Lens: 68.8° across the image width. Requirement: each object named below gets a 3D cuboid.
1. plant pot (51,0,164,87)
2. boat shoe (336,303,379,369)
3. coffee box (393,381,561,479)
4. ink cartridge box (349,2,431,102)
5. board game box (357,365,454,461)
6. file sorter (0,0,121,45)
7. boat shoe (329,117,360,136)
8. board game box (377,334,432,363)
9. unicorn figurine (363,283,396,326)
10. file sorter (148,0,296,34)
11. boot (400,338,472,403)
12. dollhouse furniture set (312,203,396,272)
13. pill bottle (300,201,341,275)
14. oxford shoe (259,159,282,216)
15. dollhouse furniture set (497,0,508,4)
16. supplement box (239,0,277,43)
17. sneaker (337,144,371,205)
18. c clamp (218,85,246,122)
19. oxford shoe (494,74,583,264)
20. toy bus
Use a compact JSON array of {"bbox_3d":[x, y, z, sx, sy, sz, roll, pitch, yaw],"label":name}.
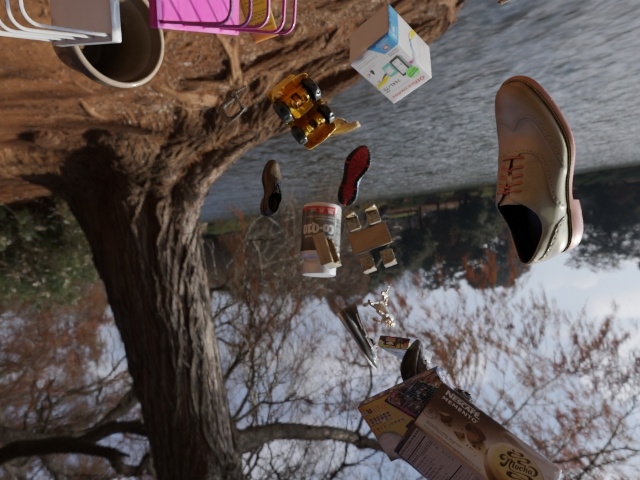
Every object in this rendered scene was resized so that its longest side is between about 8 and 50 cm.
[{"bbox_3d":[-0.590,-0.534,1.245,0.229,0.263,0.263,8,-167,39],"label":"plant pot"},{"bbox_3d":[0.192,0.425,2.048,0.095,0.335,0.112,-34,-161,-4],"label":"boat shoe"},{"bbox_3d":[0.334,0.473,1.004,0.297,0.119,0.168,35,-145,22],"label":"coffee box"},{"bbox_3d":[0.278,-0.731,1.848,0.270,0.197,0.198,29,140,-34],"label":"ink cartridge box"},{"bbox_3d":[0.237,0.441,1.184,0.243,0.165,0.042,-34,177,24],"label":"board game box"},{"bbox_3d":[-0.530,-0.483,0.883,0.277,0.193,0.173,17,-159,38],"label":"file sorter"},{"bbox_3d":[0.060,-0.401,1.639,0.170,0.059,0.063,-7,-170,34],"label":"boat shoe"},{"bbox_3d":[0.327,0.421,1.810,0.141,0.048,0.170,-2,150,45],"label":"board game box"},{"bbox_3d":[0.197,0.218,1.517,0.111,0.162,0.060,12,139,-39],"label":"unicorn figurine"},{"bbox_3d":[-0.182,-0.530,0.950,0.182,0.202,0.290,12,-156,19],"label":"file sorter"},{"bbox_3d":[0.370,0.460,1.467,0.229,0.263,0.091,21,141,-11],"label":"boot"},{"bbox_3d":[0.116,0.007,1.592,0.242,0.212,0.161,-20,167,9],"label":"dollhouse furniture set"},{"bbox_3d":[0.000,0.000,1.886,0.161,0.283,0.161,2,169,0],"label":"pill bottle"},{"bbox_3d":[-0.181,-0.209,1.842,0.082,0.227,0.096,2,179,-31],"label":"oxford shoe"},{"bbox_3d":[0.492,-0.742,1.196,0.129,0.184,0.129,-13,154,34],"label":"dollhouse furniture set"},{"bbox_3d":[-0.186,-0.656,1.243,0.078,0.233,0.080,-19,-155,1],"label":"supplement box"},{"bbox_3d":[0.131,-0.283,1.968,0.104,0.262,0.125,20,-161,-7],"label":"sneaker"},{"bbox_3d":[-0.315,-0.498,1.712,0.137,0.161,0.022,-30,140,5],"label":"c clamp"},{"bbox_3d":[0.433,-0.139,0.972,0.146,0.397,0.140,-25,-171,-25],"label":"oxford shoe"},{"bbox_3d":[-0.078,-0.435,1.552,0.149,0.220,0.211,-40,-149,-5],"label":"toy bus"}]
